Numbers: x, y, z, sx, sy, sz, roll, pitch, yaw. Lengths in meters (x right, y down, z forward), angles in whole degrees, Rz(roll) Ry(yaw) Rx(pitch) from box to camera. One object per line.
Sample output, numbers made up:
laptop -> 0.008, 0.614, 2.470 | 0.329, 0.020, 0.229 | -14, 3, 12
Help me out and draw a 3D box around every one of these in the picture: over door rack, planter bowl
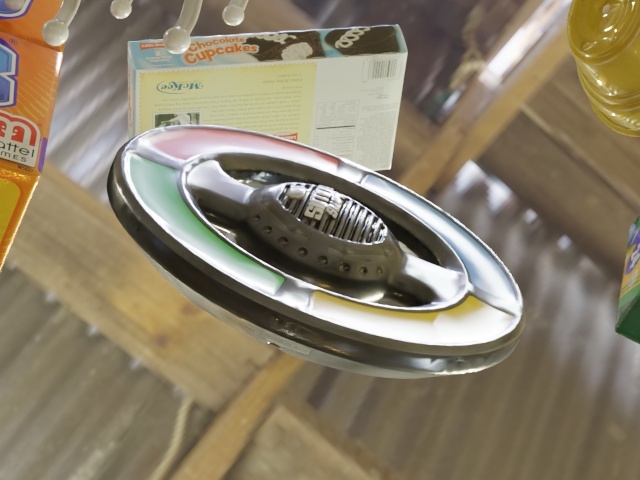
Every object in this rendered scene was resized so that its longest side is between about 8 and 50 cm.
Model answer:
over door rack -> -0.223, -0.211, 1.228 | 0.239, 0.108, 0.324 | 7, -179, 20
planter bowl -> 0.313, -0.219, 1.585 | 0.090, 0.217, 0.217 | 15, -138, -34

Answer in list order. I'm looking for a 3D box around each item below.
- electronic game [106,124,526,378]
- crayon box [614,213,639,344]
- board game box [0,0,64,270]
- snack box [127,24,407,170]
electronic game -> 0.000, 0.000, 0.822 | 0.229, 0.048, 0.229 | 19, -157, -8
crayon box -> 0.461, -0.043, 1.843 | 0.083, 0.323, 0.203 | 26, -140, -4
board game box -> -0.462, -0.100, 1.478 | 0.356, 0.356, 0.356 | 18, -140, -16
snack box -> -0.066, -0.158, 1.878 | 0.322, 0.187, 0.060 | -5, -135, -12
